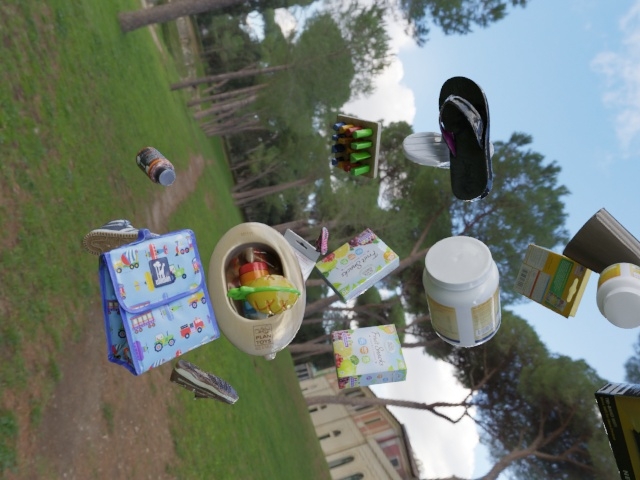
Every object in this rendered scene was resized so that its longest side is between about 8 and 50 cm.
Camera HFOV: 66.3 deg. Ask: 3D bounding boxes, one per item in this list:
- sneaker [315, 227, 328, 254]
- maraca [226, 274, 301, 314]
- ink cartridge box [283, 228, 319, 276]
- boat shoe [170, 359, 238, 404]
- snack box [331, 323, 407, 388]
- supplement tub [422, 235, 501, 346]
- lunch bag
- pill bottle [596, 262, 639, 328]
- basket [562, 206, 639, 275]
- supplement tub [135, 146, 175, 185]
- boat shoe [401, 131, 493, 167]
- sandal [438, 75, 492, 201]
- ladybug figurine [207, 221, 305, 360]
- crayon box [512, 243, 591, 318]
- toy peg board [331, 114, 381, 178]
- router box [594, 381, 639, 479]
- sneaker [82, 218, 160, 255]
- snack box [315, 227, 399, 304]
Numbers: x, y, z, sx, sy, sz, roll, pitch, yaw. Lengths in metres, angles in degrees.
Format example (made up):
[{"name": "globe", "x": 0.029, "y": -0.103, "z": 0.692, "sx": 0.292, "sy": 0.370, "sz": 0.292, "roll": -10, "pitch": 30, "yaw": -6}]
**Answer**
[{"name": "sneaker", "x": 0.000, "y": 0.000, "z": 2.136, "sx": 0.057, "sy": 0.047, "sz": 0.120, "roll": 13, "pitch": -76, "yaw": 32}, {"name": "maraca", "x": -0.141, "y": 0.135, "z": 1.234, "sx": 0.127, "sy": 0.185, "sz": 0.099, "roll": 131, "pitch": -41, "yaw": -60}, {"name": "ink cartridge box", "x": -0.161, "y": 0.135, "z": 2.316, "sx": 0.207, "sy": 0.119, "sz": 0.354, "roll": 36, "pitch": -45, "yaw": 8}, {"name": "boat shoe", "x": -0.427, "y": 0.535, "z": 1.782, "sx": 0.257, "sy": 0.095, "sz": 0.095, "roll": 32, "pitch": 5, "yaw": -2}, {"name": "snack box", "x": 0.145, "y": 0.354, "z": 1.505, "sx": 0.175, "sy": 0.206, "sz": 0.070, "roll": -101, "pitch": -173, "yaw": -50}, {"name": "supplement tub", "x": 0.449, "y": 0.163, "z": 1.554, "sx": 0.228, "sy": 0.228, "sz": 0.316, "roll": -115, "pitch": -177, "yaw": -48}, {"name": "lunch bag", "x": -0.375, "y": 0.114, "z": 1.113, "sx": 0.138, "sy": 0.220, "sz": 0.294, "roll": 7, "pitch": -71, "yaw": 41}, {"name": "pill bottle", "x": 0.829, "y": 0.153, "z": 1.335, "sx": 0.245, "sy": 0.136, "sz": 0.137, "roll": -20, "pitch": 99, "yaw": -58}, {"name": "basket", "x": 0.934, "y": 0.043, "z": 1.566, "sx": 0.227, "sy": 0.154, "sz": 0.205, "roll": 47, "pitch": -48, "yaw": 29}, {"name": "supplement tub", "x": -0.659, "y": -0.294, "z": 1.974, "sx": 0.198, "sy": 0.106, "sz": 0.106, "roll": 39, "pitch": -32, "yaw": 37}, {"name": "boat shoe", "x": 0.435, "y": -0.298, "z": 1.721, "sx": 0.119, "sy": 0.334, "sz": 0.121, "roll": 127, "pitch": -35, "yaw": -71}, {"name": "sandal", "x": 0.461, "y": -0.348, "z": 1.579, "sx": 0.167, "sy": 0.106, "sz": 0.447, "roll": -21, "pitch": -113, "yaw": 41}, {"name": "ladybug figurine", "x": -0.204, "y": 0.164, "z": 1.574, "sx": 0.162, "sy": 0.304, "sz": 0.450, "roll": 102, "pitch": -20, "yaw": -66}, {"name": "crayon box", "x": 0.880, "y": 0.152, "z": 1.836, "sx": 0.323, "sy": 0.083, "sz": 0.203, "roll": -133, "pitch": -121, "yaw": -72}, {"name": "toy peg board", "x": 0.084, "y": -0.270, "z": 1.421, "sx": 0.160, "sy": 0.079, "sz": 0.162, "roll": 24, "pitch": -58, "yaw": 39}, {"name": "router box", "x": 0.831, "y": 0.506, "z": 1.165, "sx": 0.242, "sy": 0.080, "sz": 0.309, "roll": -22, "pitch": -95, "yaw": 59}, {"name": "sneaker", "x": -0.568, "y": 0.002, "z": 1.527, "sx": 0.153, "sy": 0.281, "sz": 0.099, "roll": -111, "pitch": -149, "yaw": -74}, {"name": "snack box", "x": 0.075, "y": 0.051, "z": 0.996, "sx": 0.100, "sy": 0.141, "sz": 0.037, "roll": 46, "pitch": -17, "yaw": 32}]
